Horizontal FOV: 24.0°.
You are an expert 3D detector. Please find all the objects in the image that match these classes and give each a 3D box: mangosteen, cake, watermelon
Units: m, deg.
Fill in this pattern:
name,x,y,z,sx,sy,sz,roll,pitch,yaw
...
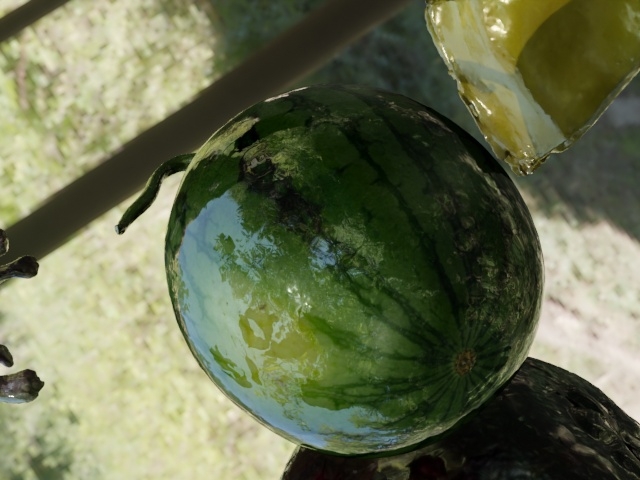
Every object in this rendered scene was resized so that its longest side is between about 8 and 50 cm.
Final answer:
name,x,y,z,sx,sy,sz,roll,pitch,yaw
mangosteen,0.095,0.216,0.904,0.300,0.300,0.300,55,171,13
cake,0.148,-0.095,0.721,0.080,0.185,0.116,-76,-29,-76
watermelon,0.000,0.000,0.587,0.187,0.141,0.140,41,163,40

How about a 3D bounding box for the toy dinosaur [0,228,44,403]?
name,x,y,z,sx,sy,sz,roll,pitch,yaw
toy dinosaur,-0.292,0.056,1.006,0.200,0.251,0.072,44,-142,-54
